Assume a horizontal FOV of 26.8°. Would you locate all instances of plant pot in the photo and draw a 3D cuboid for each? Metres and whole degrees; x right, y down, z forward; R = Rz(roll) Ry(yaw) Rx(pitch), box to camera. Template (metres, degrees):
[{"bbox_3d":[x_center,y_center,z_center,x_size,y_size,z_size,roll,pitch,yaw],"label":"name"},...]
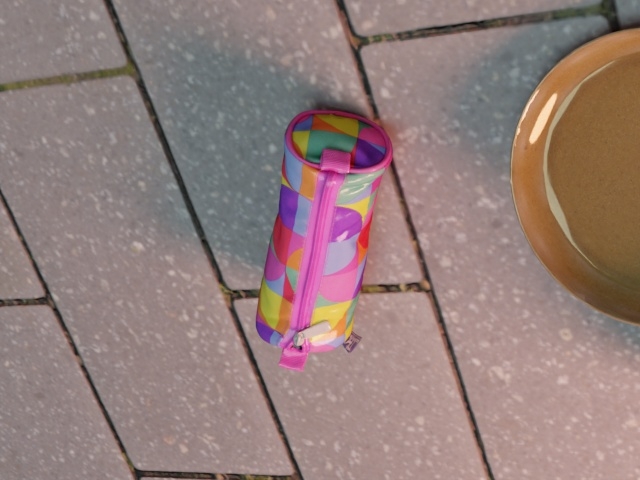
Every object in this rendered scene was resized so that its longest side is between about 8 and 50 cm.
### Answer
[{"bbox_3d":[0.262,-0.048,1.037,0.236,0.032,0.236,10,109,30],"label":"plant pot"}]

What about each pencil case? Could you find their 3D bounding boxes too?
[{"bbox_3d":[0.000,0.000,1.197,0.104,0.104,0.236,19,129,13],"label":"pencil case"}]
